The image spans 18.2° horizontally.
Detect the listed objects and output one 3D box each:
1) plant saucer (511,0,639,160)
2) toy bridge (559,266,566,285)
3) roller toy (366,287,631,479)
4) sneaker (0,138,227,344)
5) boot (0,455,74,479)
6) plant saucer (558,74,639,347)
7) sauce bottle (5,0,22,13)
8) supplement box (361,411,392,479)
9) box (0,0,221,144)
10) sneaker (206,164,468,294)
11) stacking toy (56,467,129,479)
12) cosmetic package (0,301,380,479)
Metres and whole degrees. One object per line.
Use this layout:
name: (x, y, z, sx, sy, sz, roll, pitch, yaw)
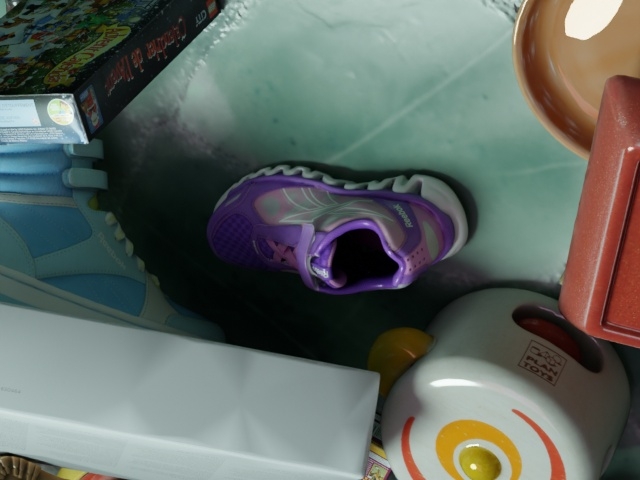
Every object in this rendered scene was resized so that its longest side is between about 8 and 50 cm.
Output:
plant saucer: (0.243, -0.139, 1.500, 0.200, 0.037, 0.200, 14, 129, 18)
toy bridge: (0.275, 0.001, 1.591, 0.063, 0.026, 0.188, 41, 131, -8)
roller toy: (0.153, 0.149, 1.679, 0.191, 0.146, 0.209, -7, 118, 30)
sneaker: (-0.196, -0.002, 1.776, 0.319, 0.208, 0.127, 22, 159, -37)
boot: (-0.260, 0.242, 1.831, 0.158, 0.059, 0.085, 36, 151, -31)
plant saucer: (0.321, 0.013, 1.528, 0.259, 0.047, 0.258, 14, 134, 9)
sauce bottle: (-0.247, -0.176, 1.723, 0.042, 0.042, 0.128, -4, 119, 30)
supplement box: (0.042, 0.201, 1.842, 0.055, 0.043, 0.083, 30, 130, 5)
box: (-0.201, -0.149, 1.590, 0.159, 0.233, 0.044, 0, 121, 27)
sneaker: (0.000, 0.000, 1.680, 0.236, 0.104, 0.095, 0, 124, 28)
stacking toy: (-0.289, 0.220, 1.880, 0.309, 0.130, 0.279, -7, 119, -10)
cosmetic package: (-0.161, 0.144, 1.704, 0.377, 0.097, 0.284, 11, 163, -7)
